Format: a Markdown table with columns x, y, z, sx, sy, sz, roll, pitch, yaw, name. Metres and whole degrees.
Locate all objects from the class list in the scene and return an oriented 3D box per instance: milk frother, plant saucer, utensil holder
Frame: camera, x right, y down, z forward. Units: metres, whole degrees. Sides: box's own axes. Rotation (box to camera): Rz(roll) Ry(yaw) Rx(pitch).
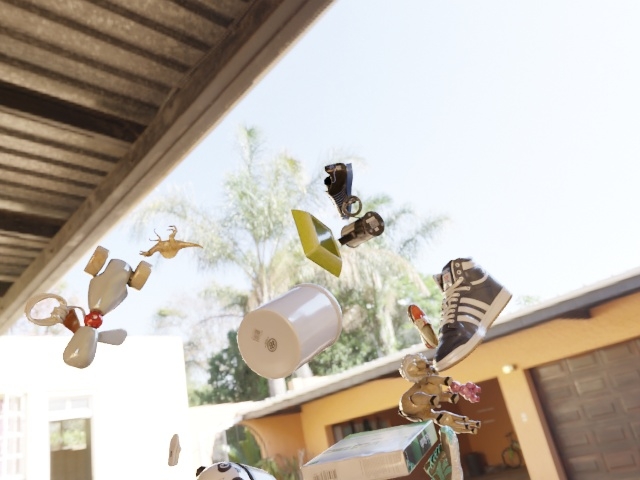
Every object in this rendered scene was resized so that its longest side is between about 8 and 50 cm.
| x | y | z | sx | sy | sz | roll | pitch | yaw | name |
| --- | --- | --- | --- | --- | --- | --- | --- | --- | --- |
| 0.107 | -0.059 | 1.729 | 0.129 | 0.143 | 0.135 | -8 | -13 | -34 | milk frother |
| 0.000 | 0.000 | 1.656 | 0.045 | 0.188 | 0.188 | -32 | -38 | 18 | plant saucer |
| -0.126 | 0.389 | 2.366 | 0.328 | 0.327 | 0.385 | -24 | -1 | 28 | utensil holder |

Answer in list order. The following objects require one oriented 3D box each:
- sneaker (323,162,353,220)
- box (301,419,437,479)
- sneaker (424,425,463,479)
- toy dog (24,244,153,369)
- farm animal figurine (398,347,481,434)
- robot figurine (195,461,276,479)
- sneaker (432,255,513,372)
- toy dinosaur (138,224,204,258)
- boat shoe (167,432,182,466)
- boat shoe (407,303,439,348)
| x | y | z | sx | sy | sz | roll | pitch | yaw | name |
| --- | --- | --- | --- | --- | --- | --- | --- | --- | --- |
| 0.055 | -0.156 | 1.749 | 0.091 | 0.081 | 0.232 | -2 | -45 | -2 | sneaker |
| 0.125 | 0.487 | 1.255 | 0.233 | 0.058 | 0.322 | -18 | -12 | 20 | box |
| 0.249 | 0.458 | 1.119 | 0.076 | 0.166 | 0.065 | -6 | 16 | 15 | sneaker |
| -0.572 | 0.170 | 1.397 | 0.161 | 0.220 | 0.333 | -43 | 7 | 49 | toy dog |
| 0.357 | 0.486 | 1.732 | 0.172 | 0.330 | 0.327 | -8 | 3 | 43 | farm animal figurine |
| -0.199 | 0.640 | 1.340 | 0.209 | 0.173 | 0.278 | -16 | -34 | 19 | robot figurine |
| 0.280 | 0.140 | 1.142 | 0.282 | 0.153 | 0.099 | -38 | -6 | -38 | sneaker |
| -0.426 | 0.006 | 1.568 | 0.183 | 0.092 | 0.053 | -9 | -10 | -3 | toy dinosaur |
| -0.450 | 0.653 | 1.702 | 0.035 | 0.100 | 0.035 | -6 | -17 | 36 | boat shoe |
| 0.288 | 0.238 | 1.522 | 0.049 | 0.137 | 0.043 | -23 | -9 | -17 | boat shoe |
